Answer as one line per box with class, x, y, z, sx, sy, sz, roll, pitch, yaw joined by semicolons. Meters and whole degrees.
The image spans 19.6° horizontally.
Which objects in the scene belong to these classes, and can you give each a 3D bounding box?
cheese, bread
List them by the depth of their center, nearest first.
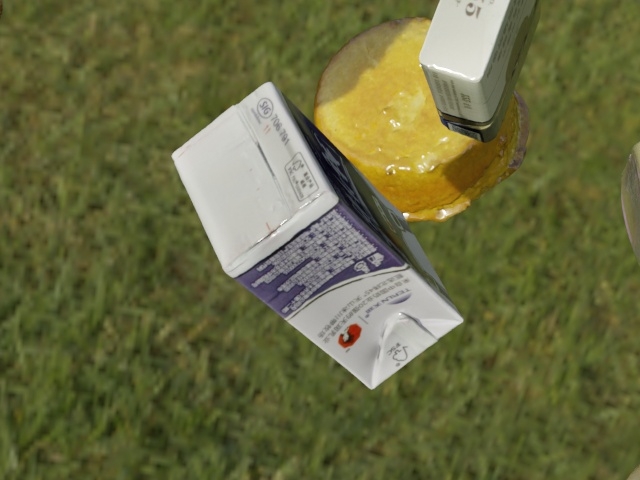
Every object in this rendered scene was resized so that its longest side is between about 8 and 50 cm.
cheese;0.290;0.011;1.564;0.037;0.097;0.192;-4;63;-5
bread;0.108;-0.140;2.182;0.268;0.146;0.268;-7;60;12

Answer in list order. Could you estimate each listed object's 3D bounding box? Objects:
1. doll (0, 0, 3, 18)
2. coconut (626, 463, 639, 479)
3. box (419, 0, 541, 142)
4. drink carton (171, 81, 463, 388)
doll;-0.323;-0.297;1.327;0.318;0.209;0.340;18;55;-41
coconut;0.407;0.289;1.698;0.328;0.329;0.329;8;42;-7
box;0.166;-0.209;1.867;0.071;0.259;0.168;19;84;13
drink carton;0.001;0.001;1.418;0.102;0.222;0.134;-38;47;8
